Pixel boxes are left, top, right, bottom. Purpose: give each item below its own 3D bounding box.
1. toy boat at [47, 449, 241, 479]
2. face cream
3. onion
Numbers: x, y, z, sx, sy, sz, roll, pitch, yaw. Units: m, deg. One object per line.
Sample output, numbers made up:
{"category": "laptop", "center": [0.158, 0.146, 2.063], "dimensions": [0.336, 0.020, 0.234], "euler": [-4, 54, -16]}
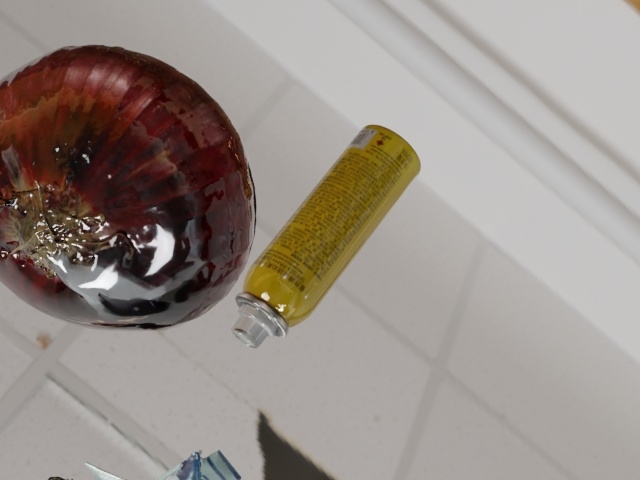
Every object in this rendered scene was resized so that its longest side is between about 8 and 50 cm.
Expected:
{"category": "toy boat", "center": [-0.234, 0.327, 1.265], "dimensions": [0.210, 0.291, 0.070], "euler": [26, -150, -2]}
{"category": "face cream", "center": [0.000, 0.000, 1.400], "dimensions": [0.105, 0.105, 0.348], "euler": [40, -111, -5]}
{"category": "onion", "center": [-0.177, -0.048, 0.944], "dimensions": [0.273, 0.273, 0.285], "euler": [46, -156, 3]}
